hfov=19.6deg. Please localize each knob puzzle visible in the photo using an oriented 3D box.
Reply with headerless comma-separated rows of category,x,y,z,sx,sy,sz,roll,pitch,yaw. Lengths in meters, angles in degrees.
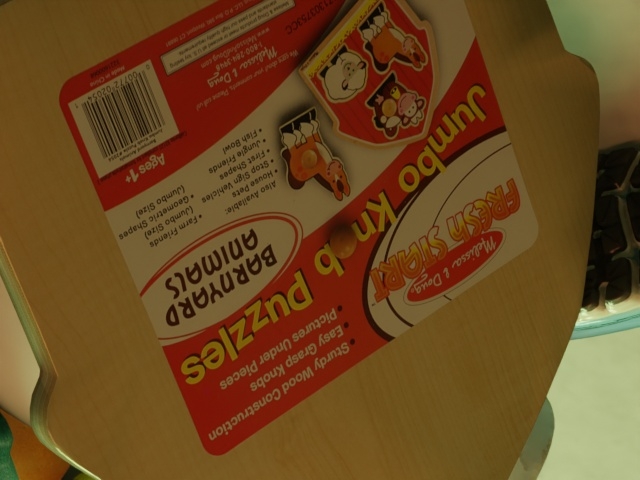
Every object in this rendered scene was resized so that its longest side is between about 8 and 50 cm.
knob puzzle,0.000,0.000,0.494,0.030,0.213,0.213,10,148,54

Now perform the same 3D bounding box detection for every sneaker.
sneaker,0.127,0.011,0.561,0.162,0.063,0.073,-13,133,26

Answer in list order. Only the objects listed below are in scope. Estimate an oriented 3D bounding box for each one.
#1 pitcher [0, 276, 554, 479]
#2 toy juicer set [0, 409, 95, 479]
pitcher,-0.052,0.019,0.588,0.207,0.125,0.177,42,154,-30
toy juicer set,-0.115,0.092,0.553,0.209,0.329,0.089,38,92,-30
